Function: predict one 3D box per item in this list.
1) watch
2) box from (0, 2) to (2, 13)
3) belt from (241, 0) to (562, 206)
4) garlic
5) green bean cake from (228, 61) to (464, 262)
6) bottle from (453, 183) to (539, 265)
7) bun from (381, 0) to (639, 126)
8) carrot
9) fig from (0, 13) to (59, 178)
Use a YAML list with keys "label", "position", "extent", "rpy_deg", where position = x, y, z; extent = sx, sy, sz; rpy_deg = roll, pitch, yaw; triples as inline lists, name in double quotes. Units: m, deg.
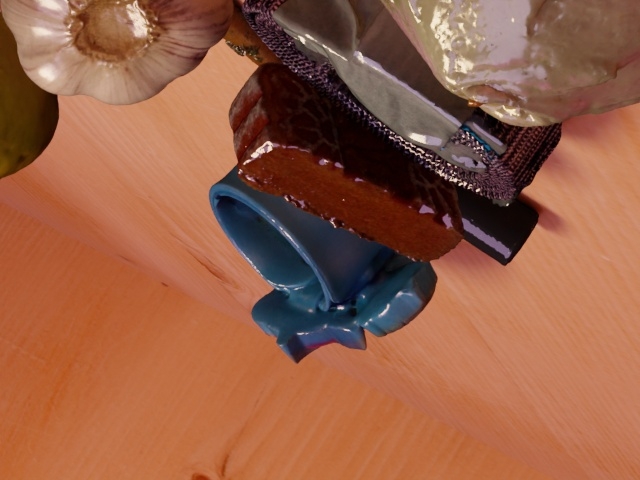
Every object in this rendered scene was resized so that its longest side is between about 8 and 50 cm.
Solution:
- label: "watch"
  position: [0.000, 0.000, 2.208]
  extent: [0.305, 0.241, 0.274]
  rpy_deg: [13, 142, 56]
- label: "box"
  position: [-0.345, -0.327, 2.084]
  extent: [0.250, 0.103, 0.180]
  rpy_deg: [35, 167, 2]
- label: "belt"
  position: [0.080, -0.164, 1.619]
  extent: [0.325, 0.122, 0.260]
  rpy_deg: [36, 174, 1]
- label: "garlic"
  position: [-0.226, -0.286, 1.819]
  extent: [0.245, 0.245, 0.253]
  rpy_deg: [42, -159, -33]
- label: "green bean cake"
  position: [0.026, -0.086, 1.772]
  extent: [0.233, 0.198, 0.097]
  rpy_deg: [14, 136, -26]
- label: "bottle"
  position: [0.131, -0.066, 1.937]
  extent: [0.244, 0.072, 0.082]
  rpy_deg: [33, 155, 4]
- label: "bun"
  position: [0.149, -0.178, 1.251]
  extent: [0.293, 0.187, 0.293]
  rpy_deg: [34, 169, 8]
- label: "carrot"
  position: [-0.086, -0.231, 1.946]
  extent: [0.049, 0.049, 0.254]
  rpy_deg: [19, 165, 47]
- label: "fig"
  position: [-0.525, -0.242, 2.382]
  extent: [0.343, 0.343, 0.343]
  rpy_deg: [32, 167, 8]
